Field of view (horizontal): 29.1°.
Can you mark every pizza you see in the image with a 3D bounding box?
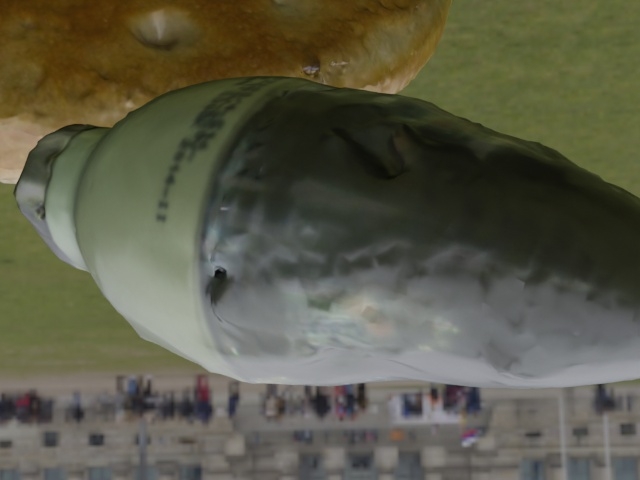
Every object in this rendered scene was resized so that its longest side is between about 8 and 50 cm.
[{"bbox_3d":[-0.103,-0.137,0.680,0.409,0.278,0.114,-21,148,-35],"label":"pizza"}]

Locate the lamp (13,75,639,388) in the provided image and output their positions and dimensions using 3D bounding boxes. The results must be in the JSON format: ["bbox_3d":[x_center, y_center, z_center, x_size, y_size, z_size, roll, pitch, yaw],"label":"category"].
[{"bbox_3d":[0.000,0.000,0.378,0.250,0.101,0.101,11,180,33],"label":"lamp"}]
